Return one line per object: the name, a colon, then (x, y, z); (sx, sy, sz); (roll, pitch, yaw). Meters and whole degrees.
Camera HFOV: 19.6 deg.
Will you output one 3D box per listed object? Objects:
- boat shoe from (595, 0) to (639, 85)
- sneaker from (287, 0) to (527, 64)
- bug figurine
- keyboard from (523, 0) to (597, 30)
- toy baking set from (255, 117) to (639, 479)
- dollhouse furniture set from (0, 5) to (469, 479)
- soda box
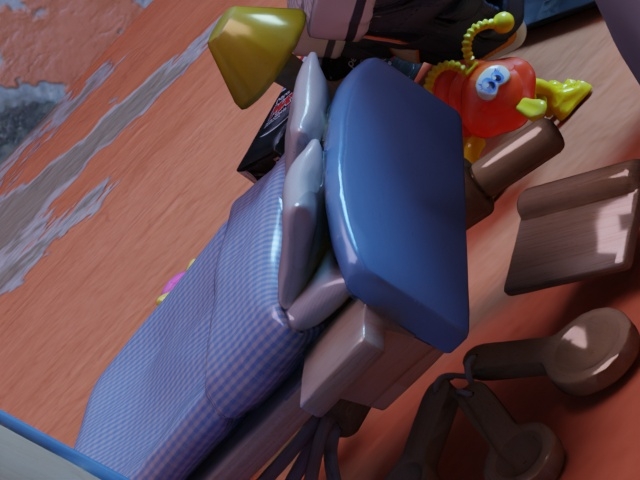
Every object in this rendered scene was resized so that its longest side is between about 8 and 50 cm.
boat shoe: (0.132, -0.051, 0.488); (0.084, 0.095, 0.258); (-37, -18, 7)
sneaker: (0.047, -0.156, 0.934); (0.127, 0.126, 0.321); (0, 1, -2)
bug figurine: (0.000, 0.000, 0.926); (0.279, 0.072, 0.216); (-49, 15, -13)
keyboard: (0.180, -0.199, 1.057); (0.201, 0.033, 0.317); (-51, 17, -21)
toy baking set: (0.020, 0.051, 0.728); (0.256, 0.030, 0.197); (-31, 29, 21)
dollhouse furniture set: (-0.113, 0.064, 0.650); (0.286, 0.198, 0.303); (-47, 21, 31)
soda box: (0.018, -0.097, 1.116); (0.053, 0.060, 0.169); (-24, 34, 59)
